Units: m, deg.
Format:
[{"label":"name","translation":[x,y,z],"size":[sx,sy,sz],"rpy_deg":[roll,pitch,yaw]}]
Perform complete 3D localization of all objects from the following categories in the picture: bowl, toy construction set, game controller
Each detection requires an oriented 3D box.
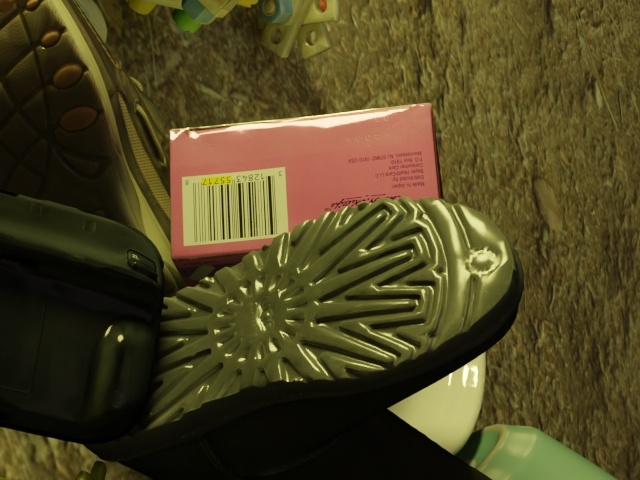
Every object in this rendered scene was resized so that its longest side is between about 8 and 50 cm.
[{"label":"bowl","translation":[0.166,0.302,1.601],"size":[0.163,0.311,0.311],"rpy_deg":[52,35,-4]},{"label":"toy construction set","translation":[-0.078,-0.284,1.531],"size":[0.215,0.151,0.327],"rpy_deg":[57,20,16]},{"label":"game controller","translation":[-0.260,0.035,1.095],"size":[0.319,0.067,0.166],"rpy_deg":[16,72,-22]}]

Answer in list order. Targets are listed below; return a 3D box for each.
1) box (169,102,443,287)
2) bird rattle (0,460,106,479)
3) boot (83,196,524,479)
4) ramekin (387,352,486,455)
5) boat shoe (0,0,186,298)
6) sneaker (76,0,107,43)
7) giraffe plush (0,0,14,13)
[{"label":"box","translation":[0.000,0.000,1.339],"size":[0.243,0.213,0.117],"rpy_deg":[73,13,-67]},{"label":"bird rattle","translation":[-0.209,0.280,1.181],"size":[0.207,0.143,0.253],"rpy_deg":[-52,136,-38]},{"label":"boot","translation":[0.055,0.162,1.309],"size":[0.445,0.367,0.146],"rpy_deg":[50,29,-49]},{"label":"ramekin","translation":[0.043,0.093,1.596],"size":[0.277,0.135,0.277],"rpy_deg":[27,57,-50]},{"label":"boat shoe","translation":[-0.200,-0.080,1.306],"size":[0.130,0.132,0.355],"rpy_deg":[-72,148,-59]},{"label":"sneaker","translation":[-0.234,-0.220,1.353],"size":[0.061,0.053,0.152],"rpy_deg":[-49,120,-50]},{"label":"giraffe plush","translation":[-0.334,-0.192,1.102],"size":[0.181,0.210,0.170],"rpy_deg":[12,40,-52]}]
